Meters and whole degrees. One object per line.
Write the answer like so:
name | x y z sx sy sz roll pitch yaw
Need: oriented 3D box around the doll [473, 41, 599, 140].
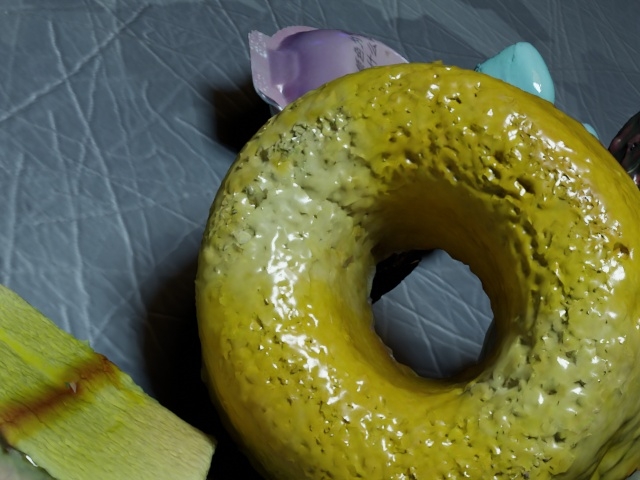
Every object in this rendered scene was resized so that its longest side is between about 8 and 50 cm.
doll | 0.155 -0.063 1.183 0.159 0.059 0.158 47 23 -39

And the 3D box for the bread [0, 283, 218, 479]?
bread | -0.161 0.132 0.773 0.168 0.163 0.264 37 4 3

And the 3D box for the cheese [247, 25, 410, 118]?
cheese | 0.062 -0.058 1.145 0.286 0.074 0.189 28 36 -33

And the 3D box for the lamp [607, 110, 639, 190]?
lamp | 0.312 0.004 1.188 0.258 0.180 0.180 35 35 -13

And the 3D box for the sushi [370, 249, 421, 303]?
sushi | 0.001 0.001 1.013 0.098 0.094 0.084 47 39 7

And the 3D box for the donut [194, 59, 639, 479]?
donut | 0.054 0.033 0.883 0.277 0.277 0.108 48 2 16

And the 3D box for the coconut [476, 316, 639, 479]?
coconut | 0.181 0.085 0.993 0.194 0.194 0.194 22 38 -18
